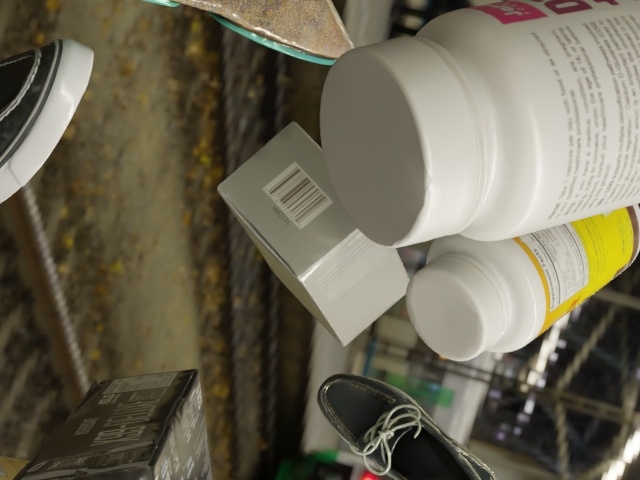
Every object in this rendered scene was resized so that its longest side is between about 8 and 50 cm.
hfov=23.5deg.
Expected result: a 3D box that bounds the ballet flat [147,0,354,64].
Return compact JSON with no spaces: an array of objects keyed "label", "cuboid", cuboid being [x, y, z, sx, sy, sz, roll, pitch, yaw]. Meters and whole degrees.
[{"label":"ballet flat","cuboid":[-0.080,-0.218,1.170,0.107,0.316,0.106,48,-63,44]}]

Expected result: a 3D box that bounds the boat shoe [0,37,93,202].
[{"label":"boat shoe","cuboid":[-0.302,-0.086,1.253,0.301,0.102,0.108,-29,-138,40]}]

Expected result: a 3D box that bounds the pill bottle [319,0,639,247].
[{"label":"pill bottle","cuboid":[0.153,-0.090,1.069,0.160,0.283,0.160,35,-48,51]}]

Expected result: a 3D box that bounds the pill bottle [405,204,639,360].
[{"label":"pill bottle","cuboid":[0.170,0.018,1.301,0.215,0.117,0.117,-31,145,-39]}]

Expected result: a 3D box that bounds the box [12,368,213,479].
[{"label":"box","cuboid":[-0.103,0.221,0.924,0.307,0.076,0.242,-93,176,-85]}]

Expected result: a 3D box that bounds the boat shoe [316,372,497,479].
[{"label":"boat shoe","cuboid":[0.098,0.244,1.837,0.095,0.254,0.079,-51,165,3]}]

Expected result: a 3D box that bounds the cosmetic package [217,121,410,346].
[{"label":"cosmetic package","cuboid":[0.000,0.000,1.447,0.107,0.127,0.238,-41,158,-7]}]

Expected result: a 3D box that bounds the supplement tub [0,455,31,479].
[{"label":"supplement tub","cuboid":[-0.271,0.331,1.458,0.241,0.331,0.241,-24,-122,45]}]
